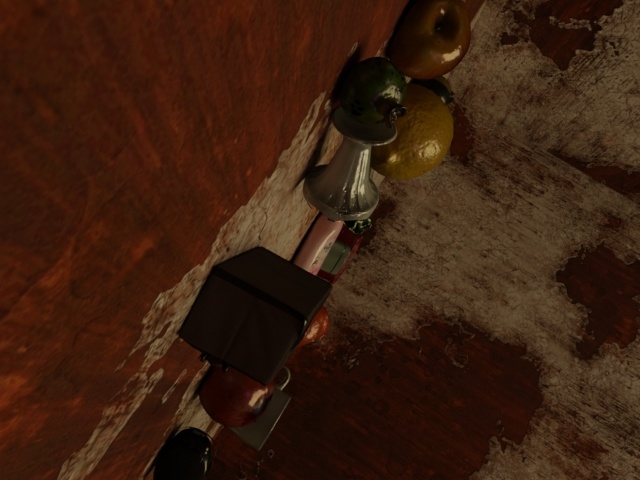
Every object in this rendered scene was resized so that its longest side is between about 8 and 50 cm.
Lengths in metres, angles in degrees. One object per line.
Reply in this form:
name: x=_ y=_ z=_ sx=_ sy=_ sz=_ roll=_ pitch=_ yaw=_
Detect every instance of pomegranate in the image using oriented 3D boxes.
pomegranate: x=0.101 y=-0.247 z=0.924 sx=0.122 sy=0.161 sz=0.122 roll=-20 pitch=145 yaw=-15

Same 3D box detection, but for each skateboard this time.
skateboard: x=-0.213 y=0.225 z=1.236 sx=0.151 sy=0.067 sz=0.080 roll=-61 pitch=-176 yaw=-4

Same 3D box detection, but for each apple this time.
apple: x=0.237 y=-0.436 z=1.149 sx=0.195 sy=0.160 sz=0.173 roll=-51 pitch=-165 yaw=-6

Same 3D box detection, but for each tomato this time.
tomato: x=-0.094 y=0.254 z=1.662 sx=0.259 sy=0.180 sz=0.260 roll=-23 pitch=175 yaw=-2
tomato: x=-0.225 y=0.412 z=1.473 sx=0.208 sy=0.184 sz=0.208 roll=-58 pitch=176 yaw=-6

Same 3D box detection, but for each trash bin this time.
trash bin: x=0.019 y=0.044 z=1.827 sx=0.116 sy=0.130 sz=0.059 roll=-60 pitch=-157 yaw=16

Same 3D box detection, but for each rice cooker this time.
rice cooker: x=-0.380 y=0.618 z=1.494 sx=0.203 sy=0.142 sz=0.118 roll=-58 pitch=-173 yaw=1

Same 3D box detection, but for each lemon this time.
lemon: x=0.202 y=-0.264 z=1.299 sx=0.253 sy=0.228 sz=0.228 roll=-28 pitch=154 yaw=-44

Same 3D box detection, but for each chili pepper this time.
chili pepper: x=0.110 y=-0.115 z=1.762 sx=0.253 sy=0.099 sz=0.083 roll=-93 pitch=167 yaw=-49

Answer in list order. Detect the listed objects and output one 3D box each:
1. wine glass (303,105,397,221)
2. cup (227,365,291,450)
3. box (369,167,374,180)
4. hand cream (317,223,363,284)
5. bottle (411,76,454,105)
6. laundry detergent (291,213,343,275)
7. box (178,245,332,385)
wine glass: x=0.060 y=-0.157 z=1.064 sx=0.165 sy=0.165 sz=0.196 roll=-52 pitch=165 yaw=-47
cup: x=-0.216 y=0.485 z=1.691 sx=0.258 sy=0.234 sz=0.186 roll=-54 pitch=173 yaw=-24
box: x=0.145 y=-0.218 z=1.604 sx=0.142 sy=0.044 sz=0.285 roll=59 pitch=44 yaw=-83
hand cream: x=0.045 y=0.038 z=1.994 sx=0.230 sy=0.149 sz=0.230 roll=-55 pitch=173 yaw=-10
bottle: x=0.331 y=-0.427 z=1.855 sx=0.351 sy=0.171 sz=0.171 roll=-58 pitch=175 yaw=-16
laundry detergent: x=0.000 y=0.000 z=1.685 sx=0.335 sy=0.088 sz=0.159 roll=-60 pitch=172 yaw=19
box: x=-0.107 y=0.127 z=0.984 sx=0.153 sy=0.188 sz=0.252 roll=-62 pitch=176 yaw=13
